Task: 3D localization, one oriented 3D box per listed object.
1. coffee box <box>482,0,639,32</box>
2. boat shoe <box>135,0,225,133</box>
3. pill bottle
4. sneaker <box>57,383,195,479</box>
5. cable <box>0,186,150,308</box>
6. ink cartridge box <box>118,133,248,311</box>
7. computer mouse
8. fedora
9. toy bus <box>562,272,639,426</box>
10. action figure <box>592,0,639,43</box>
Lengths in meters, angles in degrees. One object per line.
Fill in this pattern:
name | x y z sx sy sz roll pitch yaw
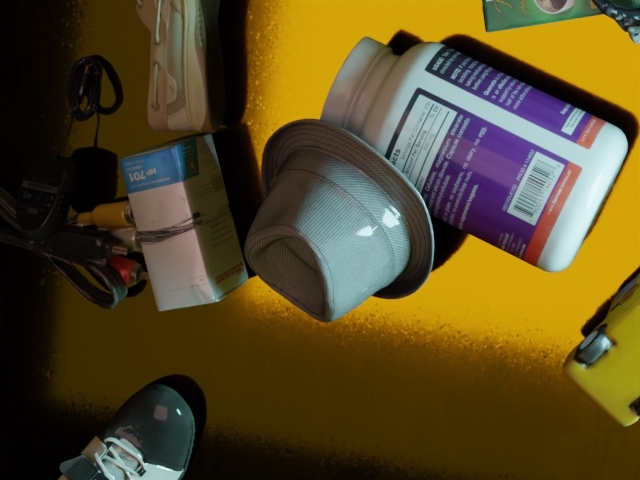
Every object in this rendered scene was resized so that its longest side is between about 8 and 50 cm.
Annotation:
coffee box | 0.271 -0.304 1.839 0.184 0.040 0.113 -9 98 16
boat shoe | -0.175 -0.277 1.935 0.098 0.109 0.302 1 106 14
pill bottle | 0.169 -0.107 1.829 0.323 0.181 0.181 27 106 10
sneaker | -0.281 0.328 2.052 0.122 0.146 0.330 39 106 7
cable | -0.331 -0.001 2.066 0.287 0.072 0.139 13 116 25
ink cartridge box | -0.162 -0.024 1.955 0.082 0.139 0.190 -11 97 16
computer mouse | -0.315 -0.112 2.011 0.071 0.041 0.242 15 83 35
fedora | 0.000 0.000 1.849 0.244 0.275 0.124 40 65 4
toy bus | 0.418 0.057 1.793 0.108 0.130 0.332 41 120 -2
action figure | 0.369 -0.275 1.732 0.164 0.141 0.275 -51 57 29
